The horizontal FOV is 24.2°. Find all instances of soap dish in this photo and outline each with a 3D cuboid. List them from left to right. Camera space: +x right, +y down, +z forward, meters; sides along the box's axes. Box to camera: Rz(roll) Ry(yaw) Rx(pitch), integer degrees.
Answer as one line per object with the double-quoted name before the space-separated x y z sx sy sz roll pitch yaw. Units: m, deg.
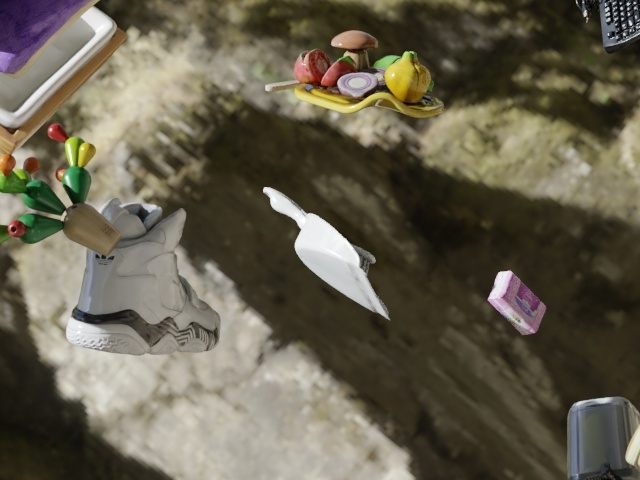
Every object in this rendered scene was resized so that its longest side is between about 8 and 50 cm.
"soap dish" -0.474 -0.279 2.295 0.291 0.229 0.118 -52 -6 -35

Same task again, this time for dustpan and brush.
"dustpan and brush" 0.000 0.000 1.781 0.060 0.211 0.147 -54 -28 -14

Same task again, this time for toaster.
"toaster" 0.460 0.346 2.373 0.227 0.129 0.146 51 -147 -51

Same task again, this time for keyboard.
"keyboard" 0.304 -0.278 1.567 0.100 0.038 0.192 -33 39 38

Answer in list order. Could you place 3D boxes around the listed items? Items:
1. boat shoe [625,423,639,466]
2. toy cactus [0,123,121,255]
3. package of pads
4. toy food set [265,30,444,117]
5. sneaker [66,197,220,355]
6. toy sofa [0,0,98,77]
"boat shoe" 0.490 0.229 1.793 0.302 0.098 0.109 -7 -53 -40
"toy cactus" -0.324 -0.052 1.842 0.112 0.180 0.219 -57 -1 36
"package of pads" 0.267 0.084 2.026 0.032 0.083 0.050 -16 38 49
"toy food set" 0.040 -0.184 1.596 0.128 0.218 0.071 -10 -69 -38
"sneaker" -0.234 0.053 2.165 0.366 0.137 0.210 4 -85 -69
"toy sofa" -0.346 -0.395 1.916 0.362 0.177 0.150 -41 -27 -7
